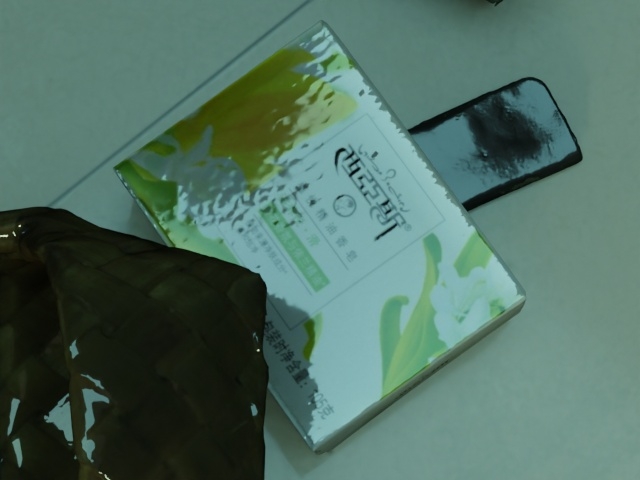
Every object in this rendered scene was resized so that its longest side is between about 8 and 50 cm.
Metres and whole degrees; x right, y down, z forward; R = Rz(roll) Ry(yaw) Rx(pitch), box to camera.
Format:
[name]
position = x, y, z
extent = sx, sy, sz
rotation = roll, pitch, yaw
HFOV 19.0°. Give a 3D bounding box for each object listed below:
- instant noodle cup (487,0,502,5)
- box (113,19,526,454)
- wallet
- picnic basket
[instant noodle cup]
position = 0.123, -0.285, 1.455
extent = 0.153, 0.205, 0.205
rotation = 36, 78, -1
[box]
position = 0.000, 0.000, 1.415
extent = 0.194, 0.111, 0.260
rotation = -36, 80, -2
[wallet]
position = 0.121, -0.068, 1.490
extent = 0.156, 0.018, 0.082
rotation = -25, 81, -8
[picnic basket]
position = -0.215, 0.125, 1.254
extent = 0.337, 0.337, 0.293
rotation = -2, 89, -4
